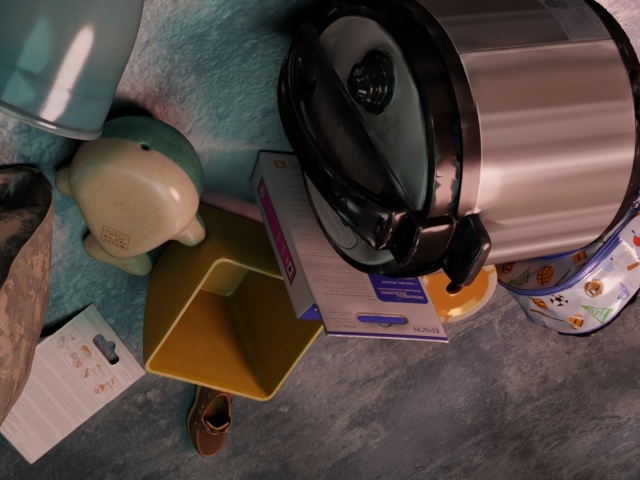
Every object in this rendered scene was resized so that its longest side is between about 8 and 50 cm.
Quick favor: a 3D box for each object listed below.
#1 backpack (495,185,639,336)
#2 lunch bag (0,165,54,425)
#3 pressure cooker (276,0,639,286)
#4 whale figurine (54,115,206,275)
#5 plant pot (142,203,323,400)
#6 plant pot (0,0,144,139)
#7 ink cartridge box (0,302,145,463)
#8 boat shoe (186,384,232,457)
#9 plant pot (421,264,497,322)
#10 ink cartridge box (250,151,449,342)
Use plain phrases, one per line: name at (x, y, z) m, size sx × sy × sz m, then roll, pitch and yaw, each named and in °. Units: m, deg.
backpack at (0.381, 0.001, 2.179) m, size 0.213 × 0.276 × 0.263 m, roll 40°, pitch 75°, yaw -22°
lunch bag at (-0.441, 0.064, 1.961) m, size 0.169 × 0.287 × 0.235 m, roll 13°, pitch 126°, yaw 6°
pressure cooker at (0.155, -0.144, 1.912) m, size 0.420 × 0.370 × 0.375 m, roll -9°, pitch 100°, yaw -29°
whale figurine at (-0.249, -0.062, 2.021) m, size 0.216 × 0.141 × 0.272 m, roll 21°, pitch 145°, yaw 0°
plant pot at (-0.130, 0.070, 2.124) m, size 0.212 × 0.187 × 0.212 m, roll 18°, pitch 120°, yaw -32°
plant pot at (-0.317, -0.291, 1.718) m, size 0.272 × 0.271 × 0.255 m, roll 22°, pitch 103°, yaw -34°
ink cartridge box at (-0.399, 0.207, 2.242) m, size 0.225 × 0.056 × 0.181 m, roll -40°, pitch 133°, yaw -11°
boat shoe at (-0.173, 0.283, 2.371) m, size 0.064 × 0.060 × 0.178 m, roll -4°, pitch 129°, yaw -18°
plant pot at (0.164, 0.014, 2.190) m, size 0.205 × 0.188 × 0.205 m, roll -11°, pitch 131°, yaw -12°
ink cartridge box at (0.032, 0.020, 2.021) m, size 0.176 × 0.371 × 0.069 m, roll 4°, pitch 128°, yaw -23°
